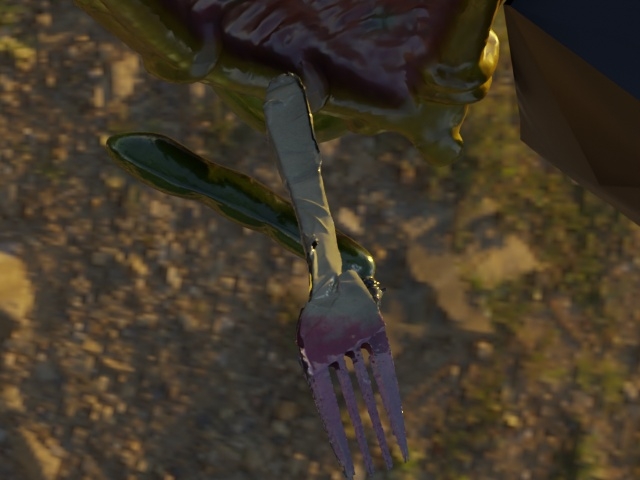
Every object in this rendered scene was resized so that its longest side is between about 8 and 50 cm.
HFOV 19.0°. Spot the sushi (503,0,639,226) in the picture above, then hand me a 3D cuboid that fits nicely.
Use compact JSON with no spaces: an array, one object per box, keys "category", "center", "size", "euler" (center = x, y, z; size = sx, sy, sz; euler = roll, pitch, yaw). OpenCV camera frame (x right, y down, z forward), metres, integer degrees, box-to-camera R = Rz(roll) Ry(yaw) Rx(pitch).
[{"category":"sushi","center":[0.203,-0.052,0.573],"size":[0.227,0.215,0.212],"euler":[37,91,9]}]

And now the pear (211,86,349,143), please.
[{"category":"pear","center":[0.011,-0.164,1.342],"size":[0.166,0.180,0.216],"euler":[44,45,4]}]

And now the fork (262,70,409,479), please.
[{"category":"fork","center":[-0.001,-0.001,0.353],"size":[0.016,0.115,0.012],"euler":[-11,129,-1]}]

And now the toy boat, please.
[{"category":"toy boat","center":[-0.003,-0.085,0.502],"size":[0.141,0.318,0.099],"euler":[-17,81,7]}]

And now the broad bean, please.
[{"category":"broad bean","center":[-0.049,-0.020,1.356],"size":[0.039,0.226,0.069],"euler":[-63,172,24]}]
